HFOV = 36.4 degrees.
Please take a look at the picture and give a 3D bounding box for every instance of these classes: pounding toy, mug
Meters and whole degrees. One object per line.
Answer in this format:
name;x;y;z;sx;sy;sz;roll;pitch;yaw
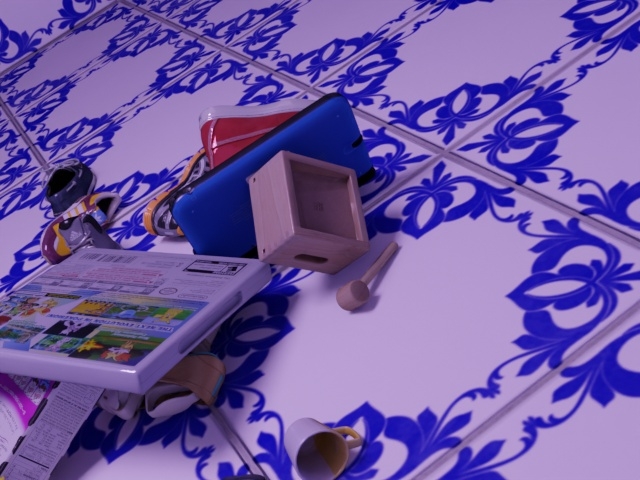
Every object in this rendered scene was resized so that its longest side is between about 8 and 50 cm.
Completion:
pounding toy;0.008;0.007;1.303;0.094;0.181;0.206;-36;53;43
mug;-0.003;0.225;1.055;0.062;0.078;0.064;-66;25;2

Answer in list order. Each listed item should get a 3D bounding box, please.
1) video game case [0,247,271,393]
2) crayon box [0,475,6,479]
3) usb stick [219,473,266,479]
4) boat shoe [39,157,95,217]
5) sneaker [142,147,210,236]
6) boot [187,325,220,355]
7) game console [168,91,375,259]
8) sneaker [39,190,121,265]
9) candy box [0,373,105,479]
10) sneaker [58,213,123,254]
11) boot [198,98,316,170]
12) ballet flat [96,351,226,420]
video game case;-0.275;0.092;1.268;0.328;0.036;0.300;4;25;28
crayon box;-0.398;0.424;1.042;0.202;0.081;0.318;-30;33;0
usb stick;-0.106;0.348;0.953;0.077;0.045;0.278;-16;32;23
boat shoe;-0.517;-0.116;1.968;0.095;0.079;0.254;-26;30;6
sneaker;-0.203;-0.079;1.657;0.083;0.084;0.215;18;59;40
boot;-0.223;0.119;1.367;0.213;0.077;0.165;-6;38;28
game console;-0.086;-0.092;1.451;0.293;0.250;0.173;-34;48;-8
sneaker;-0.438;-0.029;1.782;0.083;0.070;0.185;-12;35;37
candy box;-0.389;0.245;1.255;0.159;0.071;0.233;22;77;53
sneaker;-0.387;0.032;1.581;0.086;0.132;0.229;-26;30;6
boot;-0.074;-0.144;1.646;0.244;0.088;0.176;-8;66;-12
ballet flat;-0.232;0.196;1.263;0.232;0.080;0.073;-14;46;26
